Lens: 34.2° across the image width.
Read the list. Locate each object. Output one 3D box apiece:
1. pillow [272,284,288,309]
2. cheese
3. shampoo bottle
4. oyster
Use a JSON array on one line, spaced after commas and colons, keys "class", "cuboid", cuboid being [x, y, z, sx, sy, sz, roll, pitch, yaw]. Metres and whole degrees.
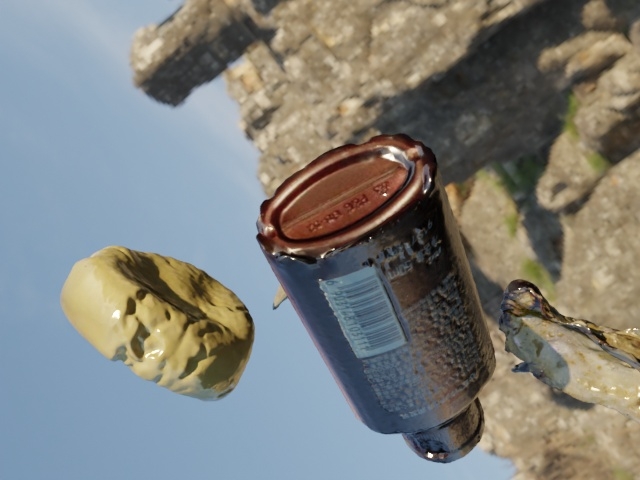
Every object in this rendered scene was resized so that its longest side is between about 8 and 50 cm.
[{"class": "pillow", "cuboid": [0.001, 0.000, 1.357, 0.033, 0.130, 0.217, 41, -144, -10]}, {"class": "cheese", "cuboid": [-0.185, 0.087, 1.178, 0.214, 0.117, 0.226, 25, -173, -24]}, {"class": "shampoo bottle", "cuboid": [0.060, 0.063, 0.766, 0.084, 0.129, 0.323, 57, 177, 40]}, {"class": "oyster", "cuboid": [0.425, 0.168, 1.497, 0.361, 0.096, 0.221, 21, 158, 25]}]
